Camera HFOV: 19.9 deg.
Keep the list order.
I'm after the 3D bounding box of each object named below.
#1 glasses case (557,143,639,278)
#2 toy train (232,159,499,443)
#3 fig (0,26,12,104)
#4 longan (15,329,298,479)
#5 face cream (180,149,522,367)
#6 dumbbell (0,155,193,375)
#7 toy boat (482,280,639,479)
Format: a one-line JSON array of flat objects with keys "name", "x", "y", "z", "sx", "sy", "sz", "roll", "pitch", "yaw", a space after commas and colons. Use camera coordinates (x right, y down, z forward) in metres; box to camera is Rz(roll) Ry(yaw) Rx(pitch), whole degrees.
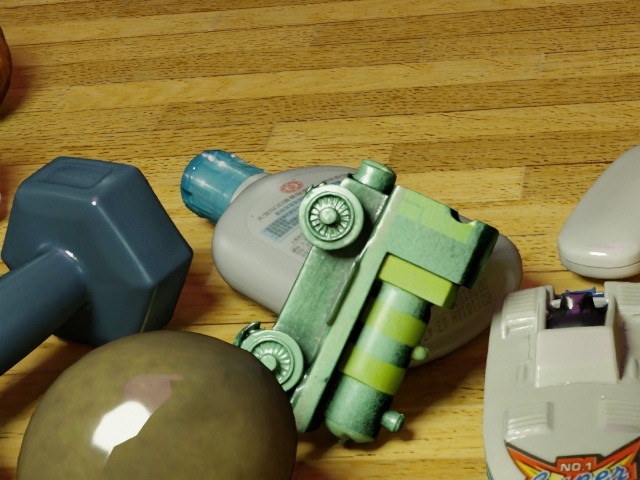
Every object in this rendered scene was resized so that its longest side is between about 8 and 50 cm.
[{"name": "glasses case", "x": 0.254, "y": -0.027, "z": 1.461, "sx": 0.076, "sy": 0.049, "sz": 0.197, "roll": 7, "pitch": 32, "yaw": 29}, {"name": "toy train", "x": 0.026, "y": 0.049, "z": 1.262, "sx": 0.132, "sy": 0.200, "sz": 0.083, "roll": 25, "pitch": 4, "yaw": 10}, {"name": "fig", "x": -0.413, "y": -0.186, "z": 1.861, "sx": 0.202, "sy": 0.149, "sz": 0.148, "roll": 0, "pitch": 35, "yaw": 26}, {"name": "longan", "x": -0.102, "y": 0.139, "z": 1.154, "sx": 0.189, "sy": 0.189, "sz": 0.189, "roll": -7, "pitch": 28, "yaw": 4}, {"name": "face cream", "x": 0.000, "y": 0.000, "z": 1.457, "sx": 0.163, "sy": 0.080, "sz": 0.337, "roll": -28, "pitch": 33, "yaw": -27}, {"name": "dumbbell", "x": -0.238, "y": 0.066, "z": 1.344, "sx": 0.144, "sy": 0.160, "sz": 0.325, "roll": -28, "pitch": 9, "yaw": 45}, {"name": "toy boat", "x": 0.169, "y": 0.116, "z": 1.179, "sx": 0.129, "sy": 0.088, "sz": 0.295, "roll": -4, "pitch": 28, "yaw": 11}]
